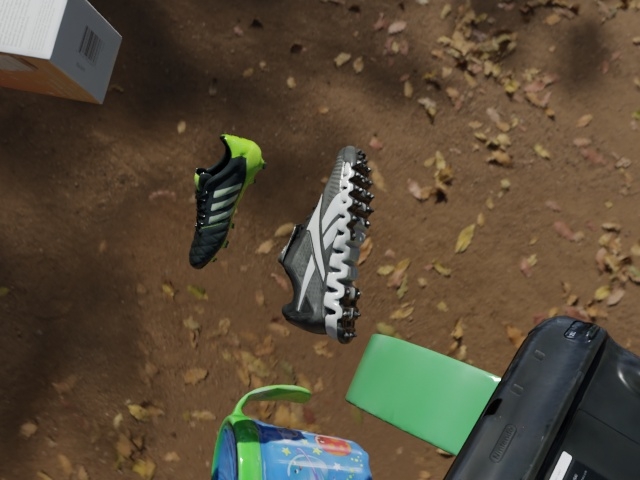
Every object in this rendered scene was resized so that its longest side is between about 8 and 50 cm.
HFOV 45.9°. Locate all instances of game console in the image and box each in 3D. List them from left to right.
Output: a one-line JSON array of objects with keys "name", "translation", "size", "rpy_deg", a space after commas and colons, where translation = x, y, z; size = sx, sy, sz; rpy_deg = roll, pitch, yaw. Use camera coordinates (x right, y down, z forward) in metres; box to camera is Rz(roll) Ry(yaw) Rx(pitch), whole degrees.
[{"name": "game console", "translation": [0.083, 0.180, 0.310], "size": [0.213, 0.044, 0.361], "rpy_deg": [36, 55, 8]}]

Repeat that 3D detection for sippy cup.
[{"name": "sippy cup", "translation": [-0.044, 0.396, 1.184], "size": [0.224, 0.240, 0.306], "rpy_deg": [7, 92, -16]}]

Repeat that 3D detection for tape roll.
[{"name": "tape roll", "translation": [0.184, 0.192, 0.755], "size": [0.321, 0.321, 0.077], "rpy_deg": [25, 82, 1]}]

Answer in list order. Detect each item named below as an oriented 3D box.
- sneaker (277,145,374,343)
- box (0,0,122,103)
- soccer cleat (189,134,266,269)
[{"name": "sneaker", "translation": [0.000, 0.000, 0.896], "size": [0.106, 0.078, 0.234], "rpy_deg": [4, 84, 21]}, {"name": "box", "translation": [-0.340, -0.232, 0.865], "size": [0.170, 0.130, 0.091], "rpy_deg": [11, 82, 13]}, {"name": "soccer cleat", "translation": [-0.135, -0.050, 0.957], "size": [0.072, 0.060, 0.179], "rpy_deg": [22, 98, -31]}]
